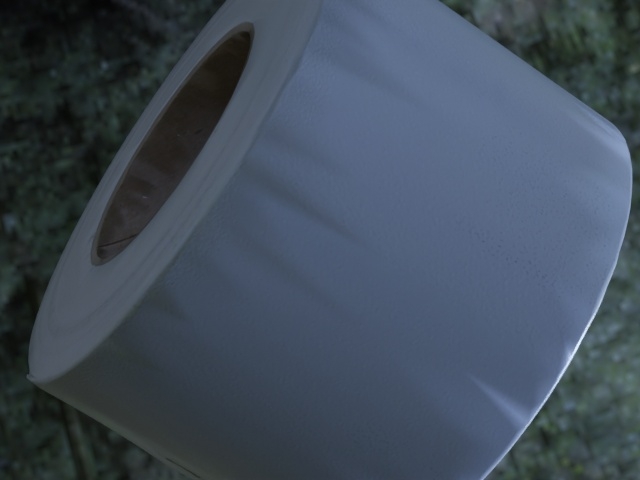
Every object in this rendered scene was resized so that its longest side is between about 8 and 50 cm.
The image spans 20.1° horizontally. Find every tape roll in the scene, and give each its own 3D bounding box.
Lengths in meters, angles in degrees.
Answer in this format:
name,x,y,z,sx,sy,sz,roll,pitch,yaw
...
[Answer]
name,x,y,z,sx,sy,sz,roll,pitch,yaw
tape roll,0.000,0.000,0.830,0.169,0.246,0.246,34,130,-17
